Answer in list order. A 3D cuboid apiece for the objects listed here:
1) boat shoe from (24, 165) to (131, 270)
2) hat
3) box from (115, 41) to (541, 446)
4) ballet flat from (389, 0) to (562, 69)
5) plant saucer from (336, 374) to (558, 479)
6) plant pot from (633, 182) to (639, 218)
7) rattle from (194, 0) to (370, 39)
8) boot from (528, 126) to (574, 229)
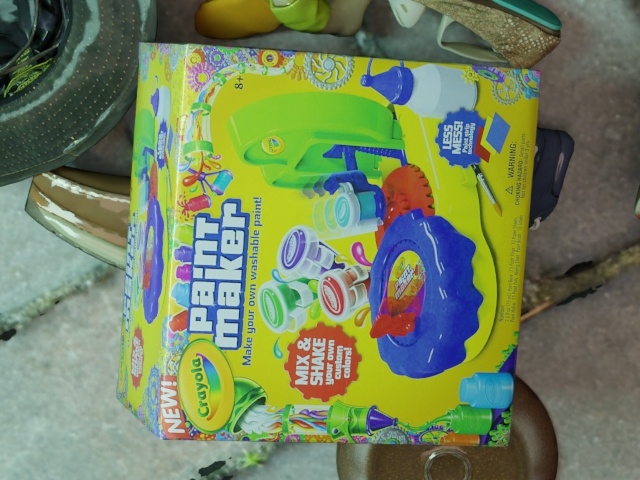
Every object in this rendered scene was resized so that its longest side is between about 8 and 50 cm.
[{"bbox_3d":[-0.083,-0.020,1.672,0.324,0.122,0.120,17,100,-11],"label":"boat shoe"},{"bbox_3d":[-0.289,-0.212,1.610,0.331,0.134,0.331,0,109,0],"label":"hat"},{"bbox_3d":[0.000,0.000,1.536,0.279,0.177,0.290,2,95,-17],"label":"box"},{"bbox_3d":[0.101,-0.192,1.619,0.206,0.073,0.067,27,114,-18],"label":"ballet flat"},{"bbox_3d":[0.112,0.198,1.759,0.198,0.036,0.198,0,105,1],"label":"plant saucer"},{"bbox_3d":[0.390,-0.077,1.569,0.243,0.275,0.275,16,106,6],"label":"plant pot"},{"bbox_3d":[-0.022,-0.267,1.638,0.130,0.143,0.199,1,91,-31],"label":"rattle"},{"bbox_3d":[0.150,-0.013,1.686,0.086,0.069,0.190,9,118,-20],"label":"boot"}]
